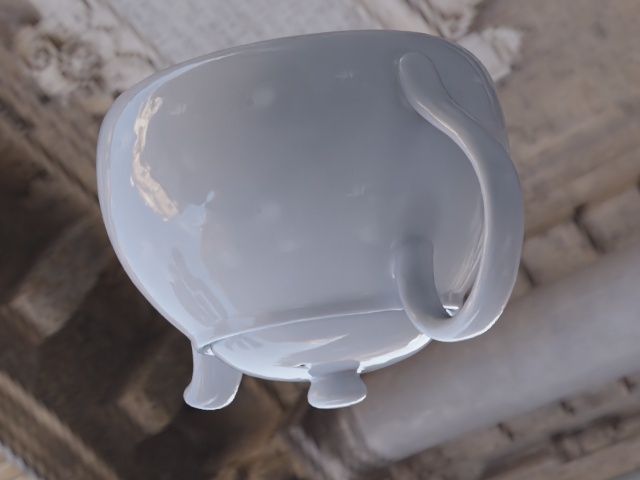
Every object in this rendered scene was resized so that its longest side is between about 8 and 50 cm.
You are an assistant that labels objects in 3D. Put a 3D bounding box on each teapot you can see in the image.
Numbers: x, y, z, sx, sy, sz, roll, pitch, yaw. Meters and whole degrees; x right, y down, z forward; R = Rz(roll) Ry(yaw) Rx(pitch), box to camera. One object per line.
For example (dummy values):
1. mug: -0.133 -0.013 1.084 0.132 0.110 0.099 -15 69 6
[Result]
1. teapot: 0.000 0.000 0.997 0.256 0.252 0.187 32 -132 -74
